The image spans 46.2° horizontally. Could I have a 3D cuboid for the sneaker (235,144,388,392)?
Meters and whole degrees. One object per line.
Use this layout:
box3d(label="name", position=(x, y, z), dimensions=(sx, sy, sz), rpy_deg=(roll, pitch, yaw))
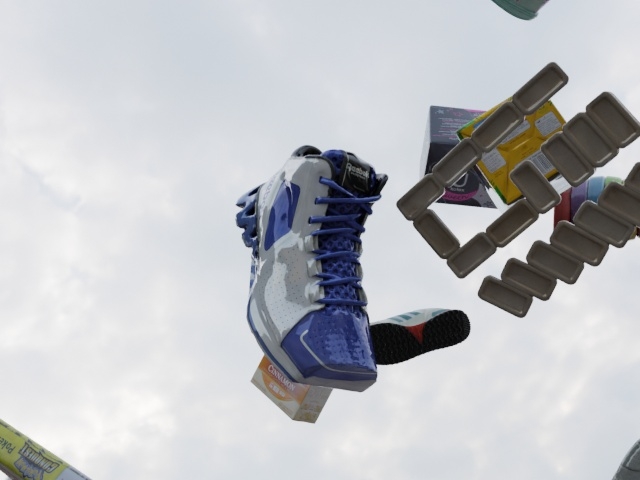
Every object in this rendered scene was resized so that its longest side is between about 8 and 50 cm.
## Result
box3d(label="sneaker", position=(0.000, -0.001, 0.857), dimensions=(0.127, 0.315, 0.182), rpy_deg=(12, -48, -33))

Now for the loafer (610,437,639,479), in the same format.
box3d(label="loafer", position=(0.205, 0.161, 0.482), dimensions=(0.125, 0.045, 0.039), rpy_deg=(-44, -19, -10))

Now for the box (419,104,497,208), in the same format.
box3d(label="box", position=(0.337, -0.166, 1.564), dimensions=(0.247, 0.142, 0.163), rpy_deg=(7, -48, 3))

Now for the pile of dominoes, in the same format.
box3d(label="pile of dominoes", position=(0.234, -0.048, 0.813), dimensions=(0.251, 0.196, 0.040), rpy_deg=(-43, -11, 25))

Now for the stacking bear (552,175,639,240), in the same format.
box3d(label="stacking bear", position=(0.674, -0.062, 1.673), dimensions=(0.289, 0.175, 0.164), rpy_deg=(3, -53, 21))

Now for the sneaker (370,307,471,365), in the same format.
box3d(label="sneaker", position=(0.111, 0.124, 0.984), dimensions=(0.161, 0.057, 0.075), rpy_deg=(-12, -1, -6))

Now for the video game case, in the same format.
box3d(label="video game case", position=(-0.232, 0.282, 0.765), dimensions=(0.035, 0.248, 0.274), rpy_deg=(-53, -36, -28))

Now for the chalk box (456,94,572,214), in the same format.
box3d(label="chalk box", position=(0.297, -0.117, 1.109), dimensions=(0.132, 0.132, 0.213), rpy_deg=(-33, -14, 8))

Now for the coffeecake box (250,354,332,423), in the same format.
box3d(label="coffeecake box", position=(-0.031, 0.225, 1.415), dimensions=(0.068, 0.142, 0.185), rpy_deg=(23, -84, -45))

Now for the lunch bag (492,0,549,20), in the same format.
box3d(label="lunch bag", position=(0.244, -0.466, 1.157), dimensions=(0.279, 0.224, 0.108), rpy_deg=(18, -45, -31))
